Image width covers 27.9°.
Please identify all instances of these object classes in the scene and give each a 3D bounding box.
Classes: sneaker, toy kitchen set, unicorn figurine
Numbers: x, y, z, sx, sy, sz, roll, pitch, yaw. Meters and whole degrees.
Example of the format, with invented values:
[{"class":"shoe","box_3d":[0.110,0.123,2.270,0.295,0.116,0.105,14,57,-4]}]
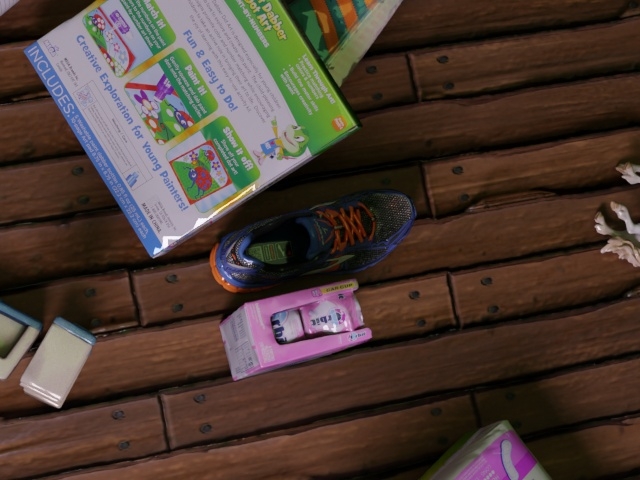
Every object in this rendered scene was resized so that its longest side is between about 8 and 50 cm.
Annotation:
[{"class":"sneaker","box_3d":[0.004,-0.243,1.346,0.121,0.108,0.302,36,76,-9]},{"class":"toy kitchen set","box_3d":[-0.303,0.053,1.194,0.207,0.166,0.122,28,75,-7]},{"class":"sneaker","box_3d":[0.000,0.000,1.312,0.221,0.087,0.083,-20,86,-15]},{"class":"unicorn figurine","box_3d":[0.374,-0.042,1.424,0.111,0.060,0.162,28,91,-7]}]

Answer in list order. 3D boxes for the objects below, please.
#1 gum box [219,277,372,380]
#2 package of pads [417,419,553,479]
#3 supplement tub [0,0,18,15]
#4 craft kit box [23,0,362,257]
[{"class":"gum box","box_3d":[-0.027,0.086,1.238,0.107,0.188,0.062,-14,84,-14]},{"class":"package of pads","box_3d":[0.146,0.344,1.231,0.296,0.101,0.229,-37,90,-37]},{"class":"supplement tub","box_3d":[-0.372,-0.307,1.208,0.235,0.235,0.325,46,74,-2]},{"class":"craft kit box","box_3d":[-0.126,-0.152,1.279,0.246,0.061,0.250,-32,88,12]}]
